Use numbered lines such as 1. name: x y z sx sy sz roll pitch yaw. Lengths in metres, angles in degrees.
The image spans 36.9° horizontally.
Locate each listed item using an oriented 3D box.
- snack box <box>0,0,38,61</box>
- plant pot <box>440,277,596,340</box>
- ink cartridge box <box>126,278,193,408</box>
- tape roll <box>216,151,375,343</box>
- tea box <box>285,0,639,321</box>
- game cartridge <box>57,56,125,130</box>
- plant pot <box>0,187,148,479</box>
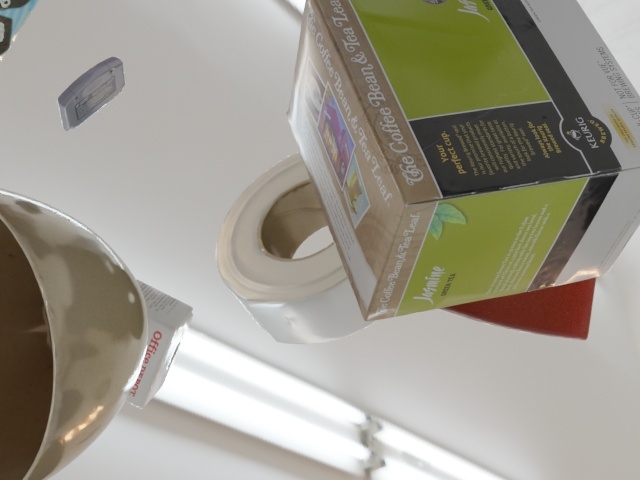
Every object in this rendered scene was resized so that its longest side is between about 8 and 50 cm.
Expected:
1. snack box: -0.655 -0.397 1.759 0.187 0.322 0.060 11 -146 -53
2. plant pot: 0.276 -0.018 1.495 0.267 0.235 0.268 -100 10 -64
3. ink cartridge box: -0.308 0.128 1.391 0.203 0.148 0.086 26 -159 4
4. tape roll: 0.000 0.000 1.317 0.100 0.286 0.286 56 -153 -42
5. tea box: 0.163 -0.122 1.104 0.323 0.220 0.329 -8 -125 -17
6. game cartridge: -0.240 -0.155 1.003 0.017 0.056 0.083 40 -116 10
7. plant pot: -0.271 0.086 0.890 0.191 0.284 0.284 -6 -108 -57
